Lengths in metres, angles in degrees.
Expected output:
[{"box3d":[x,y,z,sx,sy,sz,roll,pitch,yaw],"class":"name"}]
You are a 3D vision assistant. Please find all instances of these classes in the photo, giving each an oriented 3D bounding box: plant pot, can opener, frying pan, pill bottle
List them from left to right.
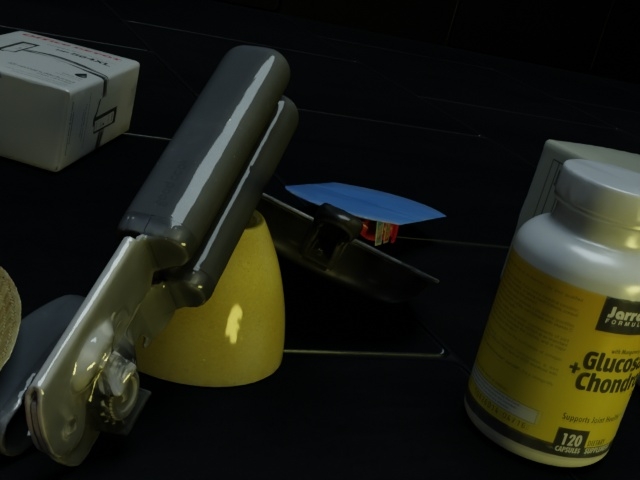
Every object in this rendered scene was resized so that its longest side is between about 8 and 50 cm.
[{"box3d":[-0.104,-0.004,0.562,0.095,0.076,0.283,11,52,18],"class":"can opener"},{"box3d":[-0.081,0.023,0.660,0.134,0.095,0.134,13,20,-5],"class":"plant pot"},{"box3d":[0.024,0.011,0.732,0.197,0.053,0.326,26,2,-23],"class":"frying pan"},{"box3d":[0.166,0.046,0.641,0.103,0.184,0.103,13,19,-4],"class":"pill bottle"}]

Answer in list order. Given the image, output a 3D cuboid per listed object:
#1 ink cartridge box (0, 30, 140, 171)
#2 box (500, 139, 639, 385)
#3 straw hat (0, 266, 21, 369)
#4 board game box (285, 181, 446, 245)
[{"box3d":[-0.290,-0.149,1.006,0.148,0.086,0.203,16,20,3],"class":"ink cartridge box"},{"box3d":[0.288,0.023,0.852,0.127,0.148,0.232,4,22,-29],"class":"box"},{"box3d":[-0.227,0.059,0.504,0.144,0.061,0.144,12,36,-9],"class":"straw hat"},{"box3d":[0.042,-0.024,0.985,0.133,0.033,0.169,19,14,27],"class":"board game box"}]
